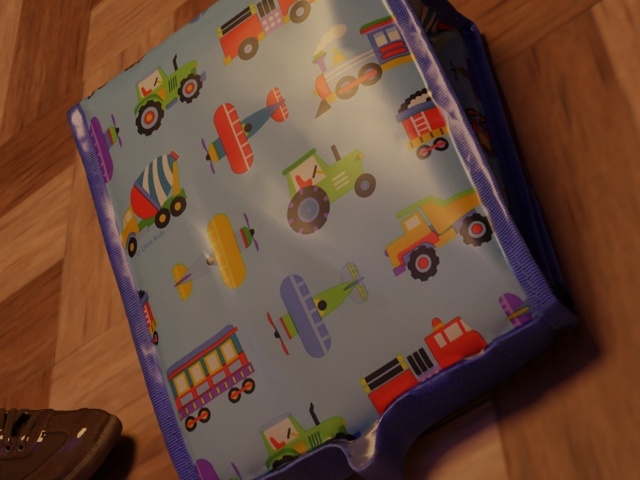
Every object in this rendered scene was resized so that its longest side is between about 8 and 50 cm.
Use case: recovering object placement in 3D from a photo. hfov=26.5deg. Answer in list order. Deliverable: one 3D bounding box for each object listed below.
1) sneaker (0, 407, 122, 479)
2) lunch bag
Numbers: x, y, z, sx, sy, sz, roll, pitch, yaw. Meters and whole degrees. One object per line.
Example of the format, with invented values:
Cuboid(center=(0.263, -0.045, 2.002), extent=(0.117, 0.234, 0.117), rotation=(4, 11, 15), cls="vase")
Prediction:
Cuboid(center=(-0.209, 0.137, 0.854), extent=(0.188, 0.071, 0.066), rotation=(-27, 24, 31), cls="sneaker")
Cuboid(center=(0.000, 0.000, 0.728), extent=(0.221, 0.138, 0.293), rotation=(-33, 47, 20), cls="lunch bag")
